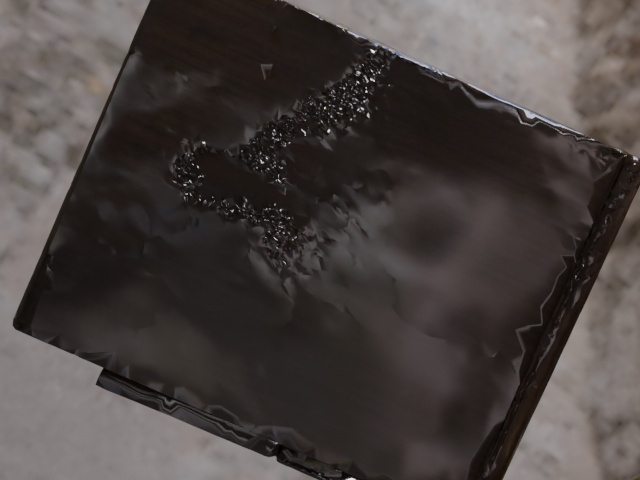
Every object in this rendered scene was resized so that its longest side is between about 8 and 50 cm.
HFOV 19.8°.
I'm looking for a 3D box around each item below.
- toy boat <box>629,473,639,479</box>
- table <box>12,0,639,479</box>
[{"bbox_3d":[0.166,0.145,0.643,0.116,0.061,0.188,54,-8,-22],"label":"toy boat"},{"bbox_3d":[0.000,0.000,0.756,0.193,0.172,0.169,24,7,-2],"label":"table"}]
